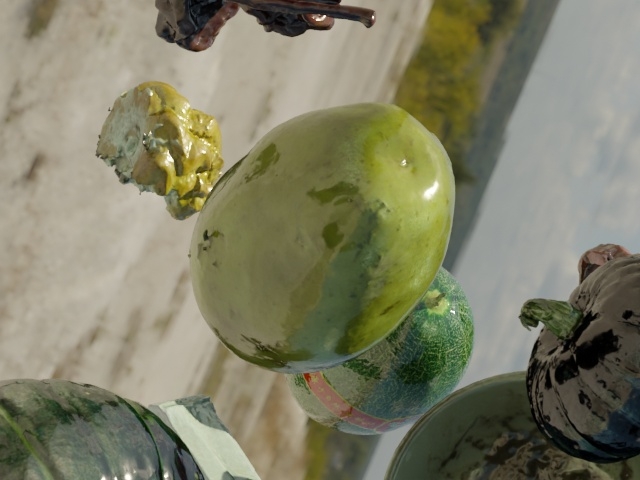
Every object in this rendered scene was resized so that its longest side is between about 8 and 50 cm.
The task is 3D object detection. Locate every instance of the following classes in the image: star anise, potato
[{"bbox_3d":[-0.079,-0.224,1.122,0.126,0.220,0.190,-22,106,-53],"label":"star anise"},{"bbox_3d":[0.002,-0.001,1.430,0.304,0.216,0.216,-36,-159,48],"label":"potato"}]

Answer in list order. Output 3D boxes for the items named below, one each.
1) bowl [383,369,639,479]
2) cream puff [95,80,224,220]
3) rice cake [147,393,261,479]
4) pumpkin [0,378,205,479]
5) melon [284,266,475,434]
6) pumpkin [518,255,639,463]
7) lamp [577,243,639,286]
[{"bbox_3d":[0.208,0.281,1.565,0.289,0.289,0.146,-65,153,-28],"label":"bowl"},{"bbox_3d":[-0.172,-0.101,1.859,0.121,0.156,0.156,-57,174,-7],"label":"cream puff"},{"bbox_3d":[-0.087,0.246,1.589,0.040,0.226,0.085,-47,155,27],"label":"rice cake"},{"bbox_3d":[-0.170,0.204,0.994,0.250,0.216,0.250,-35,144,-31],"label":"pumpkin"},{"bbox_3d":[0.064,0.108,1.742,0.182,0.182,0.288,-64,-171,-30],"label":"melon"},{"bbox_3d":[0.263,0.104,1.453,0.150,0.194,0.194,40,66,-39],"label":"pumpkin"},{"bbox_3d":[0.315,0.124,1.798,0.223,0.151,0.215,62,49,-79],"label":"lamp"}]
